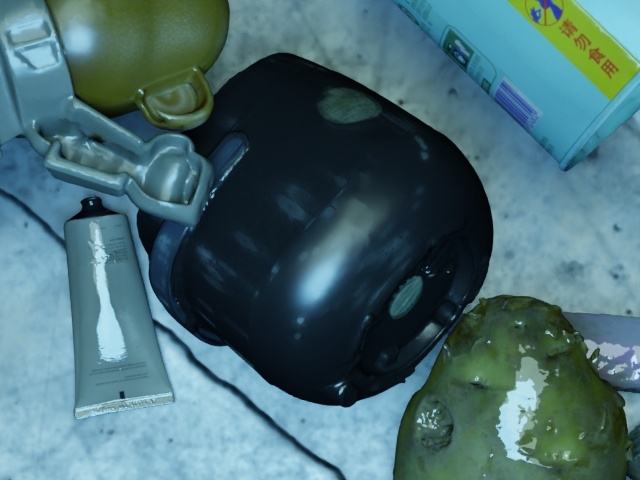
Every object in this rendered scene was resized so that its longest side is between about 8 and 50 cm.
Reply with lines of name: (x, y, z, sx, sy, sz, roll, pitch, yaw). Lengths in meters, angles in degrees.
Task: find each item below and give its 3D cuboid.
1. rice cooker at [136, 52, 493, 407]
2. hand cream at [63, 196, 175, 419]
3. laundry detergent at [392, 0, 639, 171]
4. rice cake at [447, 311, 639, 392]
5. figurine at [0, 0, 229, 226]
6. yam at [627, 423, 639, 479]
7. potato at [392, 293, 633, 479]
rice cooker: (0.000, 0.000, 1.576, 0.224, 0.267, 0.267, 38, 82, 25)
hand cream: (-0.181, 0.055, 1.678, 0.087, 0.054, 0.186, -9, 87, -6)
laundry detergent: (0.191, -0.260, 1.610, 0.287, 0.287, 0.305, -44, 84, -7)
rice cake: (0.288, 0.099, 1.665, 0.365, 0.056, 0.072, 6, 78, 1)
figurine: (-0.205, -0.149, 1.492, 0.285, 0.167, 0.342, -24, 90, -18)
yam: (0.366, 0.233, 1.614, 0.259, 0.093, 0.093, 41, 83, -1)
potato: (0.154, 0.189, 1.590, 0.192, 0.141, 0.296, 7, 103, 10)
